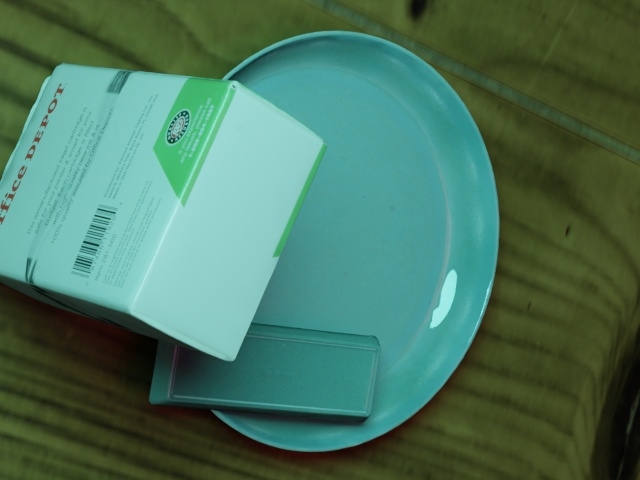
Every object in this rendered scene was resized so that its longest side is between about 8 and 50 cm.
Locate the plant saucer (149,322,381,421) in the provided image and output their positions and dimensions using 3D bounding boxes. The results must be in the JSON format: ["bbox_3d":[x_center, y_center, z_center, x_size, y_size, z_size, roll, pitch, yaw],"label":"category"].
[{"bbox_3d":[-0.035,0.095,1.430,0.192,0.018,0.067,8,91,-34],"label":"plant saucer"}]

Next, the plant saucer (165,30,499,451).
[{"bbox_3d":[0.000,0.000,1.478,0.318,0.044,0.317,-5,99,-34],"label":"plant saucer"}]

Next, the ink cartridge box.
[{"bbox_3d":[-0.120,-0.024,1.288,0.093,0.219,0.160,30,80,-36],"label":"ink cartridge box"}]
